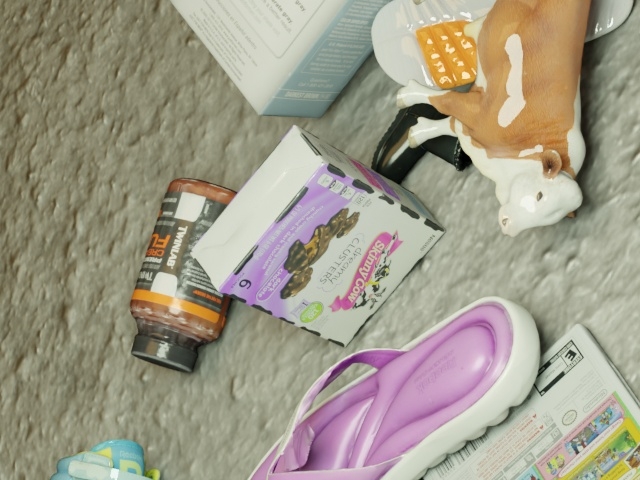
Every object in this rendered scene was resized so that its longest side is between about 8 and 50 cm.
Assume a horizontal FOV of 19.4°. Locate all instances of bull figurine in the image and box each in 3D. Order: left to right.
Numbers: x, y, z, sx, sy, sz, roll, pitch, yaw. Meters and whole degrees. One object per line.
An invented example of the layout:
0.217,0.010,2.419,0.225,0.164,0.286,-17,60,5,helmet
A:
0.175,-0.157,1.767,0.188,0.101,0.310,8,84,21,bull figurine

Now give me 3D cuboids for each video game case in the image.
0.205,0.211,1.674,0.212,0.023,0.193,-45,47,16,video game case

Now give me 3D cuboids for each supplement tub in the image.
-0.142,0.039,2.012,0.106,0.106,0.197,6,75,44,supplement tub

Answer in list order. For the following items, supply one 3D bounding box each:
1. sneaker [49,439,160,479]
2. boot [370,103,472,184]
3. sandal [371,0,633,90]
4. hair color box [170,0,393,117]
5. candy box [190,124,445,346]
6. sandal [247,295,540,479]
-0.207,0.324,1.925,0.319,0.127,0.208,27,91,45,sneaker
0.113,-0.094,1.890,0.099,0.045,0.121,25,88,42,boot
0.185,-0.209,1.862,0.265,0.076,0.102,-10,86,17,sandal
0.023,-0.321,1.899,0.374,0.114,0.185,-51,63,27,hair color box
0.000,0.000,1.836,0.165,0.196,0.070,-50,46,13,candy box
0.029,0.177,1.777,0.416,0.102,0.169,-42,36,23,sandal
